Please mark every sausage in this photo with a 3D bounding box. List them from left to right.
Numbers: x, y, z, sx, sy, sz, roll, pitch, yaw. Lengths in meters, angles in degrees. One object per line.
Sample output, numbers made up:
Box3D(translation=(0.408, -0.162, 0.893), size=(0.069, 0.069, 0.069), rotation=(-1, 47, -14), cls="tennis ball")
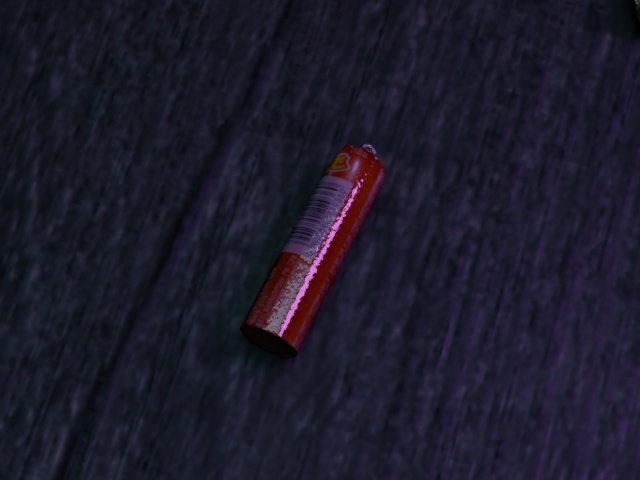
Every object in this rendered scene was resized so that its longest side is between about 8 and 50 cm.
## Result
Box3D(translation=(0.000, 0.000, 1.012), size=(0.034, 0.034, 0.129), rotation=(23, 68, 10), cls="sausage")

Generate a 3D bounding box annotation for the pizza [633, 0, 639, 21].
Box3D(translation=(0.252, -0.207, 1.053), size=(0.081, 0.188, 0.204), rotation=(20, 82, -33), cls="pizza")
